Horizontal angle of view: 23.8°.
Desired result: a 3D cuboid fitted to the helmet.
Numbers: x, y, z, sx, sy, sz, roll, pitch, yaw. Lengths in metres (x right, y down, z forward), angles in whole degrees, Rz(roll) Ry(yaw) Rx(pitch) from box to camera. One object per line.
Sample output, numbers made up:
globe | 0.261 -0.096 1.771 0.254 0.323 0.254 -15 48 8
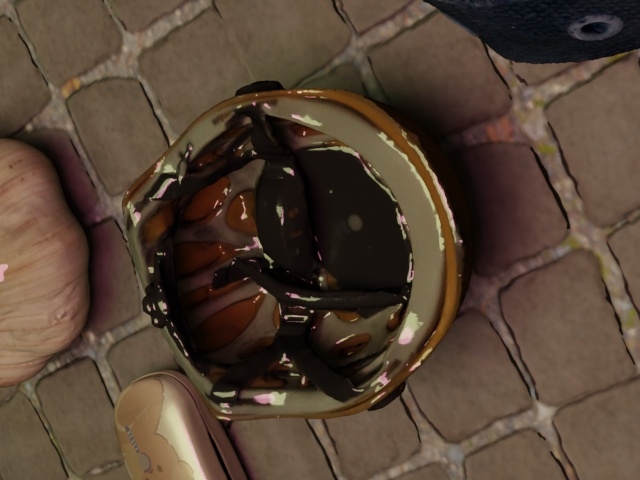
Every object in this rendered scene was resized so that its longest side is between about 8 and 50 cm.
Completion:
helmet | 0.000 0.000 0.903 0.224 0.130 0.198 -24 93 28

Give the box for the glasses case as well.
glasses case | -0.084 0.189 1.070 0.081 0.051 0.204 -26 88 37

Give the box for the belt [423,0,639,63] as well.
belt | 0.149 -0.154 0.760 0.218 0.128 0.122 -7 70 39

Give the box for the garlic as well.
garlic | -0.287 0.026 1.061 0.199 0.226 0.199 17 117 36
